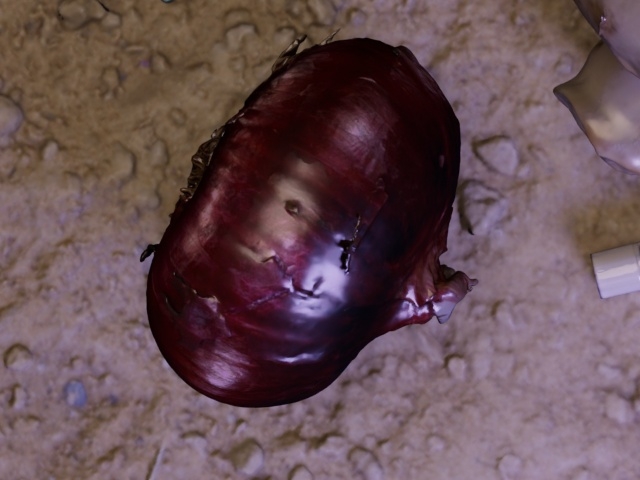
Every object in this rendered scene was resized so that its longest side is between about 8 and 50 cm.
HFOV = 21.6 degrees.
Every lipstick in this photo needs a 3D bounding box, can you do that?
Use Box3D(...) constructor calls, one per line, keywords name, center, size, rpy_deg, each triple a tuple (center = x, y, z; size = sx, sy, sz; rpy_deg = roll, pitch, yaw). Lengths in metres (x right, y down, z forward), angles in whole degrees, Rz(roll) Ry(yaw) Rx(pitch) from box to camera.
Box3D(name="lipstick", center=(0.290, 0.012, 1.350), size=(0.141, 0.040, 0.040), rpy_deg=(-15, 85, 12))

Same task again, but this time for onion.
Box3D(name="onion", center=(0.000, 0.000, 1.282), size=(0.232, 0.314, 0.314), rpy_deg=(35, 96, 11))

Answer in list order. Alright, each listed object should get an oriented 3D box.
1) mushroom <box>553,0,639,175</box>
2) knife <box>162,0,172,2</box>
Box3D(name="mushroom", center=(0.294, -0.189, 1.262), size=(0.297, 0.297, 0.290), rpy_deg=(46, 136, 10))
Box3D(name="knife", center=(-0.119, -0.253, 1.464), size=(0.027, 0.010, 0.096), rpy_deg=(23, 96, 11))
